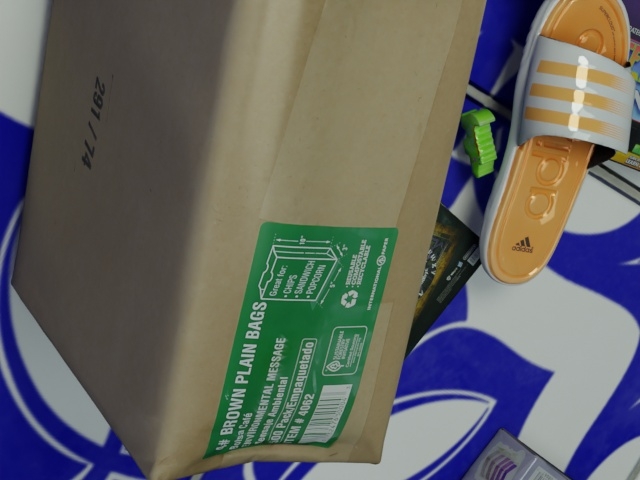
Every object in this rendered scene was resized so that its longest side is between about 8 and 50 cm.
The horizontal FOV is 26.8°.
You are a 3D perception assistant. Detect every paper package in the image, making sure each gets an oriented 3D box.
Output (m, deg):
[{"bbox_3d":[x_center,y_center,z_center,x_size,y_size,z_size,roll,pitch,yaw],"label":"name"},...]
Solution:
[{"bbox_3d":[-0.064,-0.058,0.867,0.168,0.309,0.325,2,112,-30],"label":"paper package"}]

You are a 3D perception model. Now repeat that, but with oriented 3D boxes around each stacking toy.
[{"bbox_3d":[0.061,-0.125,1.050,0.167,0.052,0.221,-23,116,-24],"label":"stacking toy"}]

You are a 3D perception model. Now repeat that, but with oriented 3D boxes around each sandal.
[{"bbox_3d":[0.208,-0.077,1.101,0.101,0.076,0.265,5,108,-26],"label":"sandal"}]

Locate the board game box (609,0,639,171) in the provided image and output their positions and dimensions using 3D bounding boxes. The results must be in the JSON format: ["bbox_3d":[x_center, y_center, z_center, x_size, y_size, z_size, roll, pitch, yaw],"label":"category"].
[{"bbox_3d":[0.273,-0.141,1.185,0.170,0.048,0.141,15,105,-34],"label":"board game box"}]

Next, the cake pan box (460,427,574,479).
[{"bbox_3d":[0.191,0.345,1.349,0.267,0.070,0.246,37,89,-36],"label":"cake pan box"}]

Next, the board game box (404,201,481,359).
[{"bbox_3d":[0.050,0.044,1.153,0.126,0.026,0.186,39,89,-35],"label":"board game box"}]
